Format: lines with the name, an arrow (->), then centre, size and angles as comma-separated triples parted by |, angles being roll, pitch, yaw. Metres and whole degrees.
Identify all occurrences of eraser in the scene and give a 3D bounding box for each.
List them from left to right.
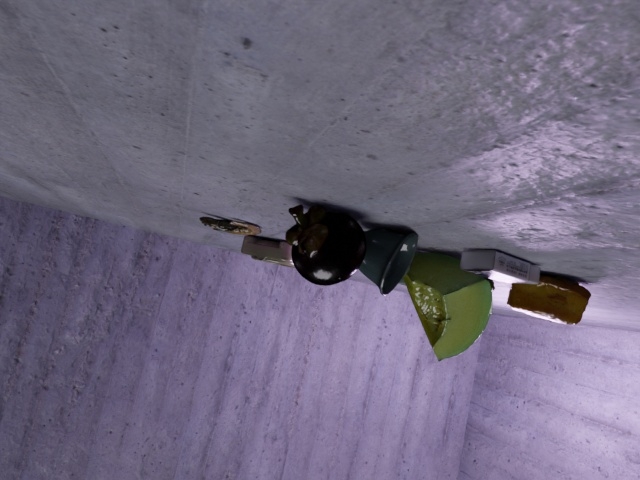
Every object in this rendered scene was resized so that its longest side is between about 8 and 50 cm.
eraser -> 0.534, 0.082, 1.362 | 0.210, 0.067, 0.125 | 16, 169, -28

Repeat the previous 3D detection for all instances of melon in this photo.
melon -> 0.411, 0.233, 1.571 | 0.332, 0.226, 0.343 | 9, 136, 29

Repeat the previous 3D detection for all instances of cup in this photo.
cup -> 0.168, 0.038, 1.326 | 0.150, 0.199, 0.199 | 29, 180, 25

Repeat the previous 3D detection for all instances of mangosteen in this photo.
mangosteen -> 0.000, 0.000, 1.226 | 0.250, 0.211, 0.211 | 44, 159, -21

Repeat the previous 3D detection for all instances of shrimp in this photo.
shrimp -> -0.353, -0.062, 1.830 | 0.251, 0.052, 0.144 | 8, 165, -26

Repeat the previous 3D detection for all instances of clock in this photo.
clock -> -0.211, 0.064, 2.277 | 0.284, 0.114, 0.309 | 7, 173, 24

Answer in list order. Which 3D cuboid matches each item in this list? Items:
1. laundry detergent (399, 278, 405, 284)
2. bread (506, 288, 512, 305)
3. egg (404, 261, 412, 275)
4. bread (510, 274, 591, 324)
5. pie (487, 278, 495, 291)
laundry detergent -> 0.457, 0.158, 1.886 | 0.281, 0.105, 0.215 | 16, 170, -24
bread -> 0.886, 0.262, 2.056 | 0.077, 0.083, 0.070 | 16, 175, -23
egg -> 0.219, 0.066, 1.477 | 0.182, 0.141, 0.141 | 13, 173, -38
bread -> 0.757, 0.193, 1.538 | 0.269, 0.145, 0.268 | 16, 173, 2
pie -> 0.590, 0.227, 1.928 | 0.278, 0.078, 0.277 | -14, 162, -5
